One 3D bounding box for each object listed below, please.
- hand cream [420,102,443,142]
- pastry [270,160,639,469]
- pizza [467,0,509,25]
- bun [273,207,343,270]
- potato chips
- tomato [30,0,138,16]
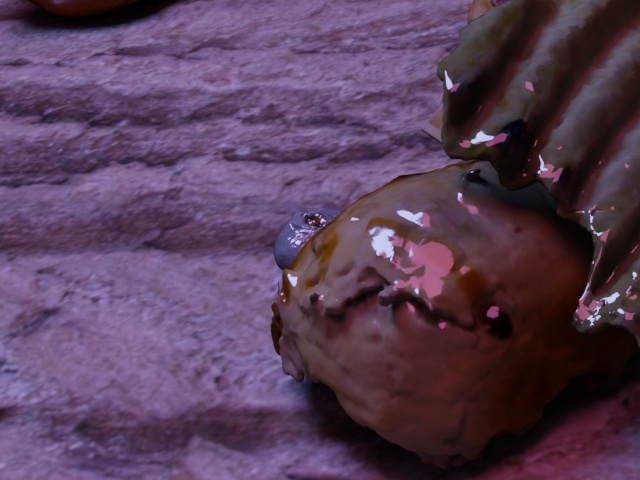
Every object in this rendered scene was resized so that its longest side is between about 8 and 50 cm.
[{"bbox_3d":[0.166,-0.154,1.740,0.174,0.047,0.076,-49,35,-1],"label":"hand cream"},{"bbox_3d":[0.093,0.023,1.395,0.256,0.170,0.237,-25,34,-28],"label":"pastry"},{"bbox_3d":[0.211,-0.203,1.834,0.127,0.058,0.246,-17,32,-7],"label":"pizza"},{"bbox_3d":[0.000,0.000,1.591,0.083,0.045,0.083,-7,34,4],"label":"bun"},{"bbox_3d":[0.294,-0.053,1.388,0.389,0.097,0.373,-16,52,-39],"label":"potato chips"},{"bbox_3d":[-0.275,-0.330,2.171,0.233,0.139,0.200,25,43,-3],"label":"tomato"}]
